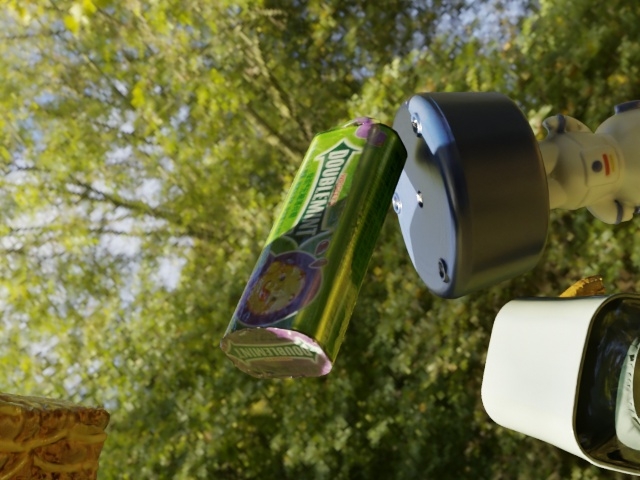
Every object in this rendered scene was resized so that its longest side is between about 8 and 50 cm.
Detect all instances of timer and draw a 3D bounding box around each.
[{"bbox_3d":[0.307,-0.085,1.318,0.384,0.270,0.270,-10,-30,-10],"label":"timer"}]

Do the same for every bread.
[{"bbox_3d":[-0.360,0.264,1.129,0.275,0.114,0.184,33,-108,-68],"label":"bread"}]

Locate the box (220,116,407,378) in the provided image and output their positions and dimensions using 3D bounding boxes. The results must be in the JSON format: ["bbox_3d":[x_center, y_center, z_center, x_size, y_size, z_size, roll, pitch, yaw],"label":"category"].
[{"bbox_3d":[0.000,0.000,1.192,0.097,0.134,0.345,55,-138,-34],"label":"box"}]

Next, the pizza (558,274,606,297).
[{"bbox_3d":[0.352,0.153,1.245,0.053,0.193,0.200,167,127,-79],"label":"pizza"}]

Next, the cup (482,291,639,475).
[{"bbox_3d":[0.179,0.083,0.590,0.129,0.128,0.095,176,105,-74],"label":"cup"}]
